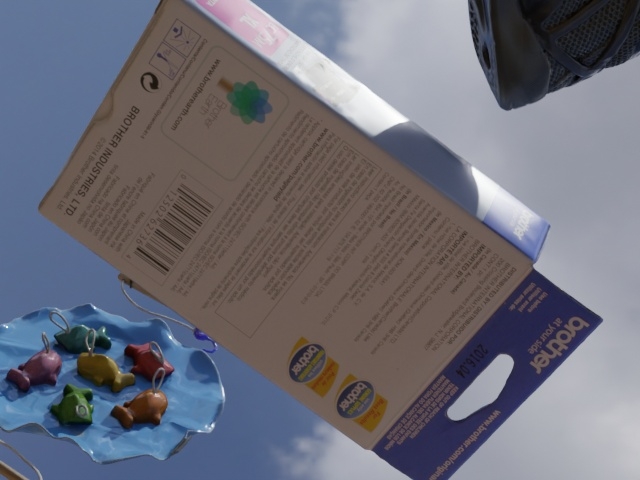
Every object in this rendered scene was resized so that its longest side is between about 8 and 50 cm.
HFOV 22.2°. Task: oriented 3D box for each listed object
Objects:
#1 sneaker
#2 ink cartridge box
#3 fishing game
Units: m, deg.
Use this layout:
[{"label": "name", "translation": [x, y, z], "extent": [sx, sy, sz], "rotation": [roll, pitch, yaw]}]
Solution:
[{"label": "sneaker", "translation": [0.147, -0.175, 0.921], "extent": [0.130, 0.227, 0.087], "rotation": [-19, -128, -3]}, {"label": "ink cartridge box", "translation": [0.000, 0.000, 0.992], "extent": [0.311, 0.065, 0.186], "rotation": [37, -57, 0]}, {"label": "fishing game", "translation": [-0.158, 0.094, 1.174], "extent": [0.189, 0.264, 0.041], "rotation": [29, -58, 25]}]
